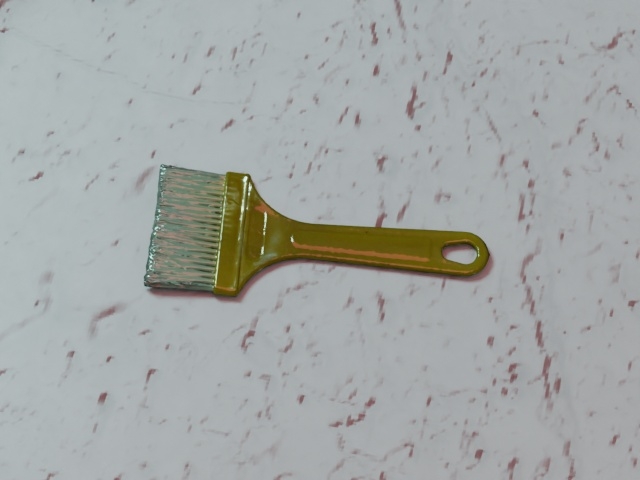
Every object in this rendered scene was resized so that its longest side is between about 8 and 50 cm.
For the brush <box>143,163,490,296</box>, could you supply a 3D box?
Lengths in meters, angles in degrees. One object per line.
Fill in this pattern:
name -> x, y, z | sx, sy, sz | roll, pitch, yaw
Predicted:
brush -> 0.000, 0.000, 1.174 | 0.205, 0.011, 0.083 | 5, 62, -1
